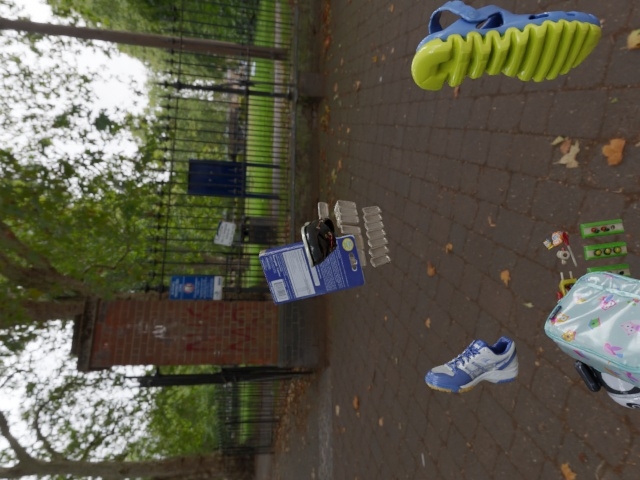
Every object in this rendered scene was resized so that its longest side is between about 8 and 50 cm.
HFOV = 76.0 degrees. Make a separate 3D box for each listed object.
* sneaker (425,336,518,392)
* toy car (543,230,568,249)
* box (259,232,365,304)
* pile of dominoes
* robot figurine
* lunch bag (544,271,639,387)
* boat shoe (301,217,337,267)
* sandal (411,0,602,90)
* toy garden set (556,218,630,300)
[{"bbox_3d":[0.442,0.356,1.209,0.112,0.296,0.131,-154,58,-71],"label":"sneaker"},{"bbox_3d":[0.770,0.004,1.365,0.040,0.060,0.122,50,163,14],"label":"toy car"},{"bbox_3d":[-0.017,0.065,0.969,0.036,0.225,0.136,-85,-19,-68],"label":"box"},{"bbox_3d":[0.091,-0.012,1.156,0.040,0.196,0.251,108,163,-46],"label":"pile of dominoes"},{"bbox_3d":[0.943,0.383,1.277,0.278,0.173,0.209,61,158,4],"label":"robot figurine"},{"bbox_3d":[0.663,0.182,0.910,0.224,0.108,0.279,-51,18,-4],"label":"lunch bag"},{"bbox_3d":[0.000,-0.002,0.548,0.133,0.042,0.049,-79,-24,-74],"label":"boat shoe"},{"bbox_3d":[0.314,-0.355,0.706,0.126,0.317,0.138,87,-178,-67],"label":"sandal"},{"bbox_3d":[0.812,0.071,1.226,0.049,0.203,0.244,-6,-92,-79],"label":"toy garden set"}]
